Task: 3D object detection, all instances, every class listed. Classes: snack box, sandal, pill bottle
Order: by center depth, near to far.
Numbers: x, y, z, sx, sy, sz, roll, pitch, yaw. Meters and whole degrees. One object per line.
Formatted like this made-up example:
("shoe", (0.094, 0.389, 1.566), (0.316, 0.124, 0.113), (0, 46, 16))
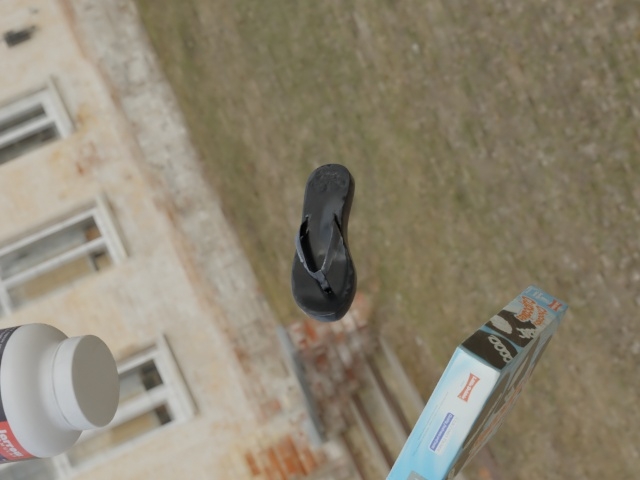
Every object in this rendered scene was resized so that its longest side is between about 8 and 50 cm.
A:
("snack box", (0.189, 0.174, 1.571), (0.060, 0.187, 0.322), (31, -159, 15))
("pill bottle", (-0.443, 0.213, 1.826), (0.181, 0.322, 0.182), (-11, -90, -70))
("sandal", (-0.001, 0.000, 1.953), (0.054, 0.097, 0.255), (49, -145, -55))
